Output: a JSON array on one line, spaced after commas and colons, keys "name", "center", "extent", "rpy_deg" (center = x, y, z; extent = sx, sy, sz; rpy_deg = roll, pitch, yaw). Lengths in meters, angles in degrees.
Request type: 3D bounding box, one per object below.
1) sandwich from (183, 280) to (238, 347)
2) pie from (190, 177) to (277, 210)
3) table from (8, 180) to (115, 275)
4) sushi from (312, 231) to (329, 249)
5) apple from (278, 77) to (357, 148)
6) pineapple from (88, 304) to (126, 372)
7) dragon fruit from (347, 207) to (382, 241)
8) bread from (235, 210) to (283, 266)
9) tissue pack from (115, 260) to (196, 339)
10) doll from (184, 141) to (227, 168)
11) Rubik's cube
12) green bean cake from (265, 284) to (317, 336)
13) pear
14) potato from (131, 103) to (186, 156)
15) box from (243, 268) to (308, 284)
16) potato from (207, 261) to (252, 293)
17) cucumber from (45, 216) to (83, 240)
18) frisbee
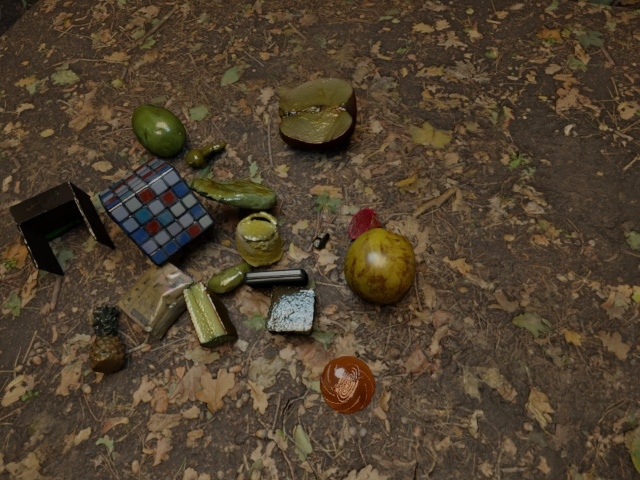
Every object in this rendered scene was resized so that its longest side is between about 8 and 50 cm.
[{"name": "sandwich", "center": [-0.414, 0.274, 1.535], "extent": [0.122, 0.128, 0.235], "rpy_deg": [-27, 69, -3]}, {"name": "pie", "center": [-0.328, -0.191, 1.688], "extent": [0.296, 0.371, 0.078], "rpy_deg": [25, 108, 39]}, {"name": "table", "center": [-1.046, -0.045, 1.698], "extent": [0.251, 0.196, 0.282], "rpy_deg": [-30, 80, -11]}, {"name": "sushi", "center": [0.000, 0.000, 1.711], "extent": [0.046, 0.044, 0.083], "rpy_deg": [21, 61, 39]}, {"name": "apple", "center": [-0.013, -0.565, 1.876], "extent": [0.365, 0.295, 0.328], "rpy_deg": [-8, 25, 5]}, {"name": "pineapple", "center": [-0.791, 0.358, 1.538], "extent": [0.128, 0.128, 0.248], "rpy_deg": [-20, 56, -6]}, {"name": "dragon fruit", "center": [0.196, -0.043, 1.685], "extent": [0.111, 0.153, 0.153], "rpy_deg": [30, 60, -26]}, {"name": "bread", "center": [-0.241, -0.004, 1.650], "extent": [0.197, 0.170, 0.197], "rpy_deg": [3, 56, -5]}, {"name": "tissue pack", "center": [-0.620, 0.214, 1.593], "extent": [0.215, 0.123, 0.256], "rpy_deg": [31, 68, 21]}, {"name": "doll", "center": [-0.530, -0.398, 1.940], "extent": [0.209, 0.097, 0.137], "rpy_deg": [-28, 25, -18]}, {"name": "Rubik's cube", "center": [-0.644, -0.123, 1.631], "extent": [0.293, 0.287, 0.292], "rpy_deg": [-39, 36, -14]}, {"name": "green bean cake", "center": [-0.106, 0.266, 1.538], "extent": [0.173, 0.094, 0.181], "rpy_deg": [2, 62, 5]}, {"name": "pear", "center": [0.215, 0.091, 1.507], "extent": [0.281, 0.280, 0.280], "rpy_deg": [-2, 62, 4]}, {"name": "potato", "center": [-0.766, -0.520, 1.953], "extent": [0.304, 0.216, 0.216], "rpy_deg": [36, 70, 16]}, {"name": "box", "center": [-0.165, 0.145, 1.571], "extent": [0.230, 0.160, 0.050], "rpy_deg": [-4, 77, 3]}, {"name": "potato", "center": [-0.350, 0.150, 1.629], "extent": [0.188, 0.085, 0.105], "rpy_deg": [-32, 42, -16]}, {"name": "cucumber", "center": [-1.125, -0.065, 1.821], "extent": [0.250, 0.056, 0.056], "rpy_deg": [-36, 65, -11]}, {"name": "frisbee", "center": [0.092, 0.493, 1.433], "extent": [0.192, 0.035, 0.192], "rpy_deg": [-2, 62, 5]}]
